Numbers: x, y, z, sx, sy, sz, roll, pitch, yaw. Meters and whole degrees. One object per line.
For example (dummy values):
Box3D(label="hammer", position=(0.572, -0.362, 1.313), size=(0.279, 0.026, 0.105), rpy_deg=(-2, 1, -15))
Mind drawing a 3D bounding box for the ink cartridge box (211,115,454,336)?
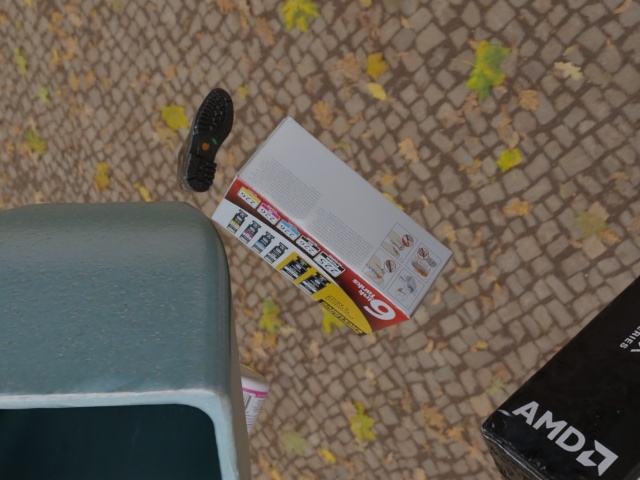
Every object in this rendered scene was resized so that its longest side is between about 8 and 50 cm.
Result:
Box3D(label="ink cartridge box", position=(0.000, 0.000, 1.135), size=(0.309, 0.130, 0.272), rpy_deg=(39, 158, -4))

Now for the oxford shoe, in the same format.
Box3D(label="oxford shoe", position=(-0.244, -0.205, 1.497), size=(0.096, 0.083, 0.227), rpy_deg=(-1, 66, 53))

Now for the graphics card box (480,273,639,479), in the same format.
Box3D(label="graphics card box", position=(0.293, 0.094, 0.513), size=(0.094, 0.371, 0.232), rpy_deg=(35, 157, 51))

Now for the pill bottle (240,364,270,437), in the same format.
Box3D(label="pill bottle", position=(-0.228, 0.398, 1.541), size=(0.160, 0.160, 0.283), rpy_deg=(21, 87, 33))

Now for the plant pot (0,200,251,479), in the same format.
Box3D(label="plant pot", position=(-0.173, 0.100, 0.555), size=(0.247, 0.252, 0.247), rpy_deg=(-2, 128, -1))
